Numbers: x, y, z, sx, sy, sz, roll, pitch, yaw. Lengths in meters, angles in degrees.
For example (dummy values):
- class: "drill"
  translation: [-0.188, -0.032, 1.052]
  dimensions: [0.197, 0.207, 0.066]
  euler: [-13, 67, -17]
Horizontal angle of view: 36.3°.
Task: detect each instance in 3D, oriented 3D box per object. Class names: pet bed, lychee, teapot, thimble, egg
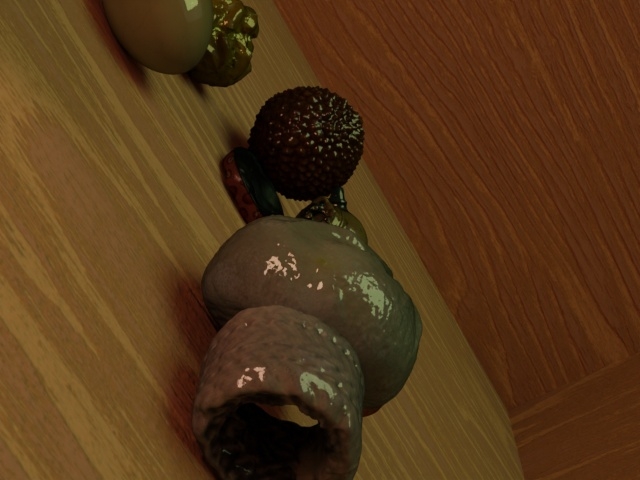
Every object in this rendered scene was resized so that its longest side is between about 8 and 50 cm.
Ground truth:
- class: "pet bed"
  translation: [-0.133, -0.100, 1.963]
  dimensions: [0.201, 0.054, 0.201]
  euler: [57, 12, -20]
- class: "lychee"
  translation: [-0.040, -0.213, 2.105]
  dimensions: [0.267, 0.268, 0.267]
  euler: [58, 13, -22]
- class: "teapot"
  translation: [0.000, 0.000, 2.008]
  dimensions: [0.269, 0.173, 0.182]
  euler: [-63, 148, -36]
- class: "thimble"
  translation: [-0.051, 0.221, 1.263]
  dimensions: [0.157, 0.217, 0.245]
  euler: [-81, 153, -56]
- class: "egg"
  translation: [-0.280, -0.406, 1.696]
  dimensions: [0.186, 0.186, 0.241]
  euler: [4, 65, -76]

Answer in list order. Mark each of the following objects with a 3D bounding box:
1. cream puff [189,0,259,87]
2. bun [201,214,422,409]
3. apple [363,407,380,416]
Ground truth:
- class: "cream puff"
  translation: [-0.214, -0.408, 2.024]
  dimensions: [0.194, 0.195, 0.221]
  euler: [65, 17, 12]
- class: "bun"
  translation: [-0.003, 0.103, 1.463]
  dimensions: [0.362, 0.362, 0.211]
  euler: [53, 56, -36]
- class: "apple"
  translation: [0.063, 0.259, 1.805]
  dimensions: [0.146, 0.147, 0.130]
  euler: [-43, 131, -77]
